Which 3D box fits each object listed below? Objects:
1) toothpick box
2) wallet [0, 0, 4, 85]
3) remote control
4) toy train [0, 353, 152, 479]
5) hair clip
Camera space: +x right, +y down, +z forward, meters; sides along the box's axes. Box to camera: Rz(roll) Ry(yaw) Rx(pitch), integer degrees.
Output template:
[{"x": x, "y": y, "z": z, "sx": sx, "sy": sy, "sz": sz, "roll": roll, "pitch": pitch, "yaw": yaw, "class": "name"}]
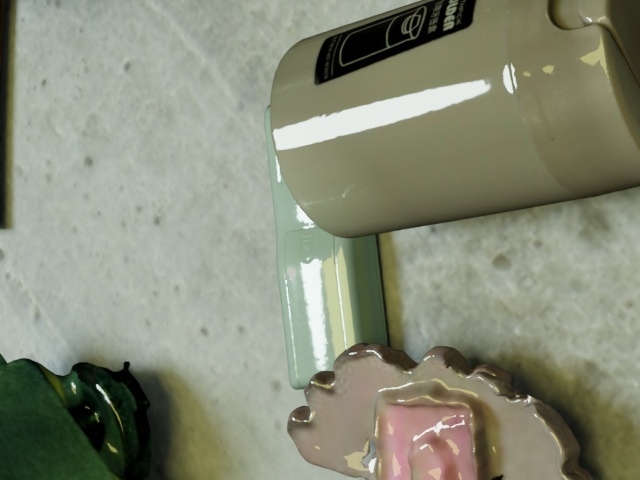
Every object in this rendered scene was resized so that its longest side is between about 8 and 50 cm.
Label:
[{"x": 0.078, "y": -0.066, "z": 0.645, "sx": 0.180, "sy": 0.111, "sz": 0.111, "roll": -11, "pitch": 85, "yaw": 36, "class": "toothpick box"}, {"x": -0.250, "y": -0.096, "z": 0.925, "sx": 0.095, "sy": 0.026, "sz": 0.176, "roll": 3, "pitch": 94, "yaw": 29, "class": "wallet"}, {"x": 0.000, "y": 0.000, "z": 0.751, "sx": 0.061, "sy": 0.029, "sz": 0.162, "roll": -8, "pitch": 88, "yaw": 33, "class": "remote control"}, {"x": -0.146, "y": 0.241, "z": 0.798, "sx": 0.369, "sy": 0.150, "sz": 0.237, "roll": 51, "pitch": 126, "yaw": 23, "class": "toy train"}, {"x": 0.054, "y": 0.204, "z": 0.692, "sx": 0.173, "sy": 0.069, "sz": 0.300, "roll": 1, "pitch": 84, "yaw": 27, "class": "hair clip"}]
